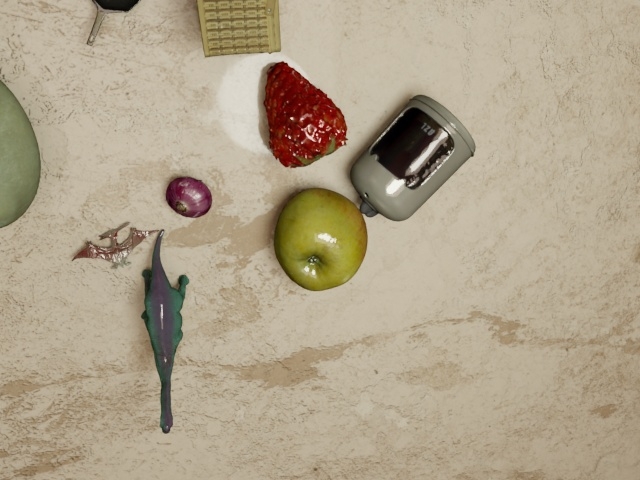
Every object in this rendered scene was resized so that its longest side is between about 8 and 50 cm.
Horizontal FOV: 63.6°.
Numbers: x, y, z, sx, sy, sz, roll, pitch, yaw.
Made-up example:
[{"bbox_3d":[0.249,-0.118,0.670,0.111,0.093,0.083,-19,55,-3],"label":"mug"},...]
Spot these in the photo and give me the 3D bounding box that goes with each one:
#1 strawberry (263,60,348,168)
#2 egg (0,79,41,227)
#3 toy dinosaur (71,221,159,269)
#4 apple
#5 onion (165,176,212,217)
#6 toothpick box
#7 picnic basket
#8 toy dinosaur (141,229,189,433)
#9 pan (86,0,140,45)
[{"bbox_3d":[-0.058,-0.298,1.218,0.205,0.205,0.245,-28,95,-3],"label":"strawberry"},{"bbox_3d":[-0.718,-0.190,1.050,0.258,0.258,0.353,-14,106,-9],"label":"egg"},{"bbox_3d":[-0.509,0.017,1.293,0.220,0.032,0.108,-20,109,-17],"label":"toy dinosaur"},{"bbox_3d":[0.000,0.000,1.307,0.260,0.194,0.261,4,122,6],"label":"apple"},{"bbox_3d":[-0.320,-0.110,1.267,0.115,0.115,0.105,41,51,-22],"label":"onion"},{"bbox_3d":[0.214,-0.185,1.318,0.229,0.229,0.316,40,97,-22],"label":"toothpick box"},{"bbox_3d":[-0.170,-0.556,1.031,0.175,0.228,0.313,-8,132,-10],"label":"picnic basket"},{"bbox_3d":[-0.371,0.207,1.228,0.129,0.331,0.384,-3,111,-15],"label":"toy dinosaur"},{"bbox_3d":[-0.467,-0.533,1.106,0.202,0.048,0.128,-42,111,1],"label":"pan"}]
